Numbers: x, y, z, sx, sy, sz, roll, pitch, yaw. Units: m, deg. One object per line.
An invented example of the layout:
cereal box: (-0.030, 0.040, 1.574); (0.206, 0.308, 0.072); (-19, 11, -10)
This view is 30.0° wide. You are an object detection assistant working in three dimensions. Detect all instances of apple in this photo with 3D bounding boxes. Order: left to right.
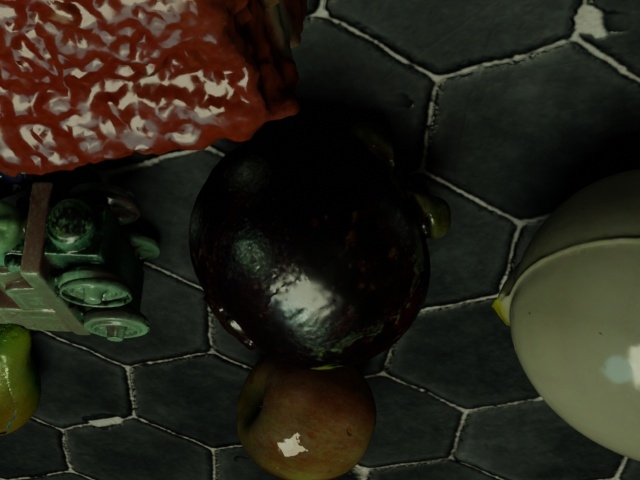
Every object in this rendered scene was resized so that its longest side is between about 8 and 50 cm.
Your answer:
apple: (-0.018, 0.242, 1.656); (0.174, 0.188, 0.188); (21, 140, -21)

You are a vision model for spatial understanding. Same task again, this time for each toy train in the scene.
toy train: (-0.319, 0.025, 1.446); (0.222, 0.150, 0.304); (3, 159, 3)

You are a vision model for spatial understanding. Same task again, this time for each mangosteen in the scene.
mangosteen: (0.000, 0.000, 1.308); (0.288, 0.288, 0.288); (6, 141, 5)

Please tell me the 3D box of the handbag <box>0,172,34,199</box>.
handbag: (-0.458, -0.101, 1.384); (0.260, 0.113, 0.162); (-20, 144, 27)

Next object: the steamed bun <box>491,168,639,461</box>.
steamed bun: (0.384, 0.088, 1.287); (0.374, 0.333, 0.334); (36, 134, -25)

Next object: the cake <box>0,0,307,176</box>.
cake: (-0.166, -0.258, 0.968); (0.270, 0.319, 0.269); (-7, 136, 11)

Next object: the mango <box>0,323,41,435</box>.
mango: (-0.473, 0.207, 1.771); (0.125, 0.111, 0.233); (11, 131, -24)
